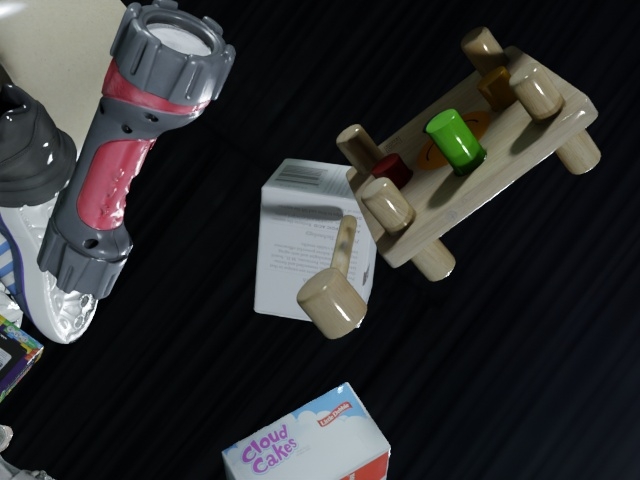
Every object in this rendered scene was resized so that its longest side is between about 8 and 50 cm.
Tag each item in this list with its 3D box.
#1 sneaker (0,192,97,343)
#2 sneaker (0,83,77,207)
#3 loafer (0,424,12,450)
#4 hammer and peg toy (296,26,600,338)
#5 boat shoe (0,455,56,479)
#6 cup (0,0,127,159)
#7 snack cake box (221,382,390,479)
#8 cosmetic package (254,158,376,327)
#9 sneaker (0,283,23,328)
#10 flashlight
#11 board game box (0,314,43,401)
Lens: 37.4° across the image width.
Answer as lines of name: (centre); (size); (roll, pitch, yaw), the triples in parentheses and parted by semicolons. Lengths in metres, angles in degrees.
sneaker: (-0.470, -0.005, 1.386); (0.236, 0.130, 0.322); (15, -46, 25)
sneaker: (-0.367, -0.091, 0.820); (0.130, 0.286, 0.109); (87, -6, -64)
loafer: (-0.582, 0.361, 1.684); (0.039, 0.125, 0.045); (4, 56, -53)
hammer and peg toy: (0.104, -0.073, 1.038); (0.127, 0.361, 0.266); (49, 11, -23)
boat shoe: (-0.343, 0.318, 1.119); (0.267, 0.088, 0.096); (51, -14, 18)
cup: (-0.405, -0.267, 1.451); (0.331, 0.237, 0.331); (40, -28, 27)
snack cake box: (-0.016, 0.283, 1.029); (0.089, 0.152, 0.264); (54, -22, 31)
cosmetic package: (0.000, 0.000, 1.315); (0.151, 0.183, 0.151); (8, 22, 8)
sneaker: (-0.627, 0.124, 1.673); (0.110, 0.118, 0.292); (46, 22, 10)
flashlight: (-0.180, -0.071, 0.883); (0.103, 0.304, 0.103); (19, 34, -15)
board game box: (-0.424, 0.126, 1.057); (0.170, 0.141, 0.048); (37, -41, -2)
